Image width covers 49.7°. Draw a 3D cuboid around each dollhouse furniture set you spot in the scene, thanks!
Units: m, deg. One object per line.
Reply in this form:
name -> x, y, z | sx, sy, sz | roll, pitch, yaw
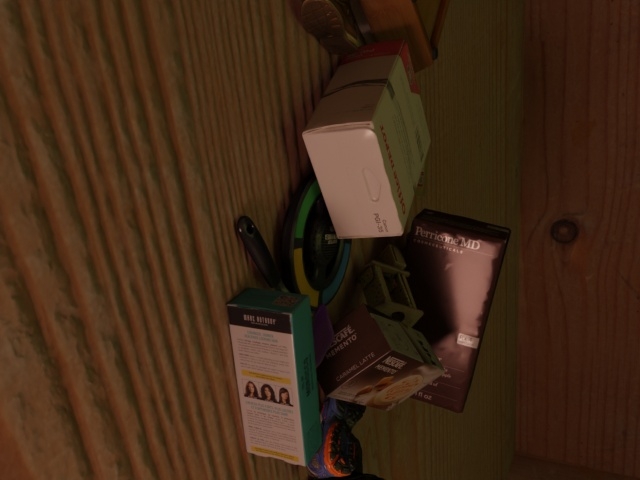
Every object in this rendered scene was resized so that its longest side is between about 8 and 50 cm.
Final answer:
dollhouse furniture set -> 0.093, 0.114, 1.351 | 0.101, 0.161, 0.182 | 19, 35, -27

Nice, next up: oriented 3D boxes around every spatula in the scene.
spatula -> -0.048, 0.078, 1.008 | 0.297, 0.030, 0.084 | 58, 47, -33

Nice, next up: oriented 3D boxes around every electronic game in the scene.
electronic game -> 0.000, 0.000, 1.119 | 0.229, 0.048, 0.230 | -22, 115, -61

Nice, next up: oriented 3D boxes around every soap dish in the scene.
soap dish -> 0.165, -0.479, 1.281 | 0.229, 0.118, 0.291 | 50, 52, -57

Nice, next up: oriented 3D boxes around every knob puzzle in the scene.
knob puzzle -> 0.198, -0.196, 1.515 | 0.213, 0.029, 0.213 | -24, 117, -61

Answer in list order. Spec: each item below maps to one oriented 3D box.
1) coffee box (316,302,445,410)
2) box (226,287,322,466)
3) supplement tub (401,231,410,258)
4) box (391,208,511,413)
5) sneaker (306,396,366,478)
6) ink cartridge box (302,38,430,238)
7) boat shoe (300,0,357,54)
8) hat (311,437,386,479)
coffee box -> 0.099, 0.210, 1.204 | 0.246, 0.141, 0.098 | 33, 23, -55
box -> -0.061, 0.192, 0.972 | 0.060, 0.100, 0.245 | -40, 131, -57
supplement tub -> 0.237, 0.072, 1.569 | 0.106, 0.106, 0.198 | -50, 138, -50
box -> 0.255, 0.144, 1.436 | 0.143, 0.191, 0.382 | -28, 130, -69
sneaker -> 0.018, 0.318, 1.204 | 0.083, 0.087, 0.221 | 47, 31, -18
ink cartridge box -> 0.085, -0.168, 1.125 | 0.283, 0.117, 0.207 | -66, 145, -47
boat shoe -> 0.015, -0.346, 1.065 | 0.178, 0.064, 0.060 | 23, 69, -70
hat -> 0.068, 0.537, 1.283 | 0.331, 0.133, 0.332 | 7, 90, -65
